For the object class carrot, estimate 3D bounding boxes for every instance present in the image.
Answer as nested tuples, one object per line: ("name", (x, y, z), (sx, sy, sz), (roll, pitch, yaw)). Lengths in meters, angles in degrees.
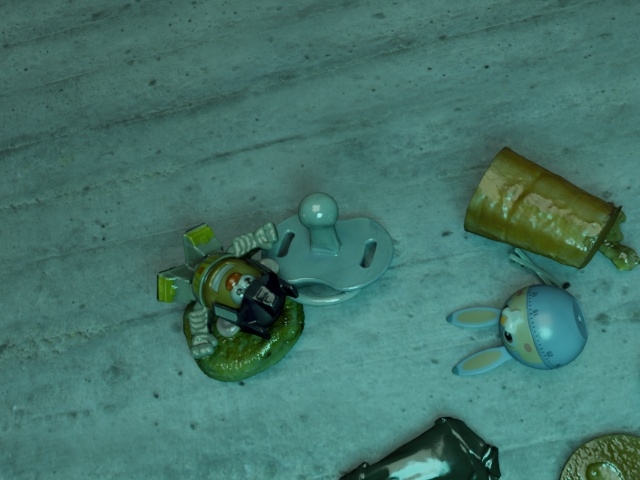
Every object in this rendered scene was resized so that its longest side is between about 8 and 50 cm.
("carrot", (0.436, -0.054, 1.261), (0.254, 0.196, 0.196), (30, 75, 26))

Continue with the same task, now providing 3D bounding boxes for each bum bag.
("bum bag", (0.167, 0.431, 1.166), (0.326, 0.079, 0.142), (-25, 69, -2))

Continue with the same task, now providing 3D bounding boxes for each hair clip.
("hair clip", (0.435, 0.063, 1.302), (0.115, 0.039, 0.030), (40, 81, 16))

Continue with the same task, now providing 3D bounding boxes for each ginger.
("ginger", (0.581, -0.017, 1.279), (0.096, 0.067, 0.165), (-39, 69, -1))

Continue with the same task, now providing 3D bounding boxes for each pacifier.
("pacifier", (0.000, 0.000, 1.323), (0.287, 0.225, 0.238), (8, 48, 21))

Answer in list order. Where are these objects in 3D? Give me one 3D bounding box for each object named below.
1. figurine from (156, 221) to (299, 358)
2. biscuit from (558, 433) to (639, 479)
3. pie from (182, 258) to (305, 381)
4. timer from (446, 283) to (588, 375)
("figurine", (-0.181, 0.092, 1.295), (0.308, 0.143, 0.308), (-3, 83, 28))
("biscuit", (0.512, 0.428, 1.091), (0.208, 0.049, 0.181), (-20, 62, 2))
("pie", (-0.172, 0.170, 1.380), (0.277, 0.078, 0.277), (-7, 58, 12))
("timer", (0.364, 0.164, 1.194), (0.255, 0.175, 0.175), (-6, 64, 13))
